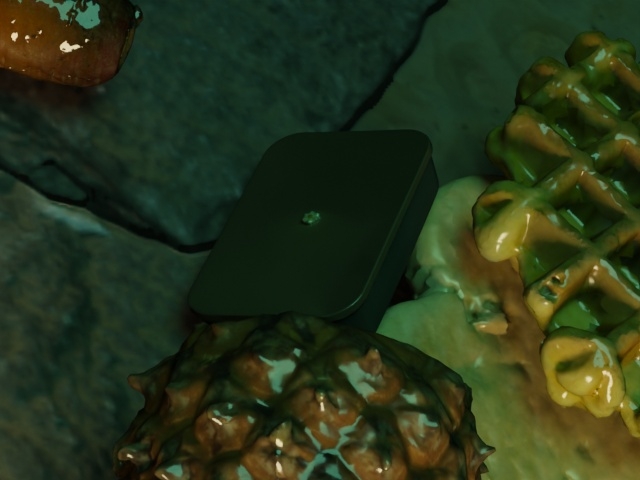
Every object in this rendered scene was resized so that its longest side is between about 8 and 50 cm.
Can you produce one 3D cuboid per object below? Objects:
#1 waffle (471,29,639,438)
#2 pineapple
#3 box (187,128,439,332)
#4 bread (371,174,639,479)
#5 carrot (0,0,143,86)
[{"bbox_3d":[0.191,0.008,0.910,0.249,0.056,0.253,23,49,-10],"label":"waffle"},{"bbox_3d":[-0.022,0.212,0.693,0.165,0.165,0.364,14,61,-15],"label":"pineapple"},{"bbox_3d":[0.000,0.000,0.880,0.091,0.031,0.126,-1,43,27],"label":"box"},{"bbox_3d":[0.156,0.094,0.900,0.316,0.054,0.316,12,55,-18],"label":"bread"},{"bbox_3d":[-0.177,-0.120,0.896,0.186,0.060,0.060,19,51,-3],"label":"carrot"}]
